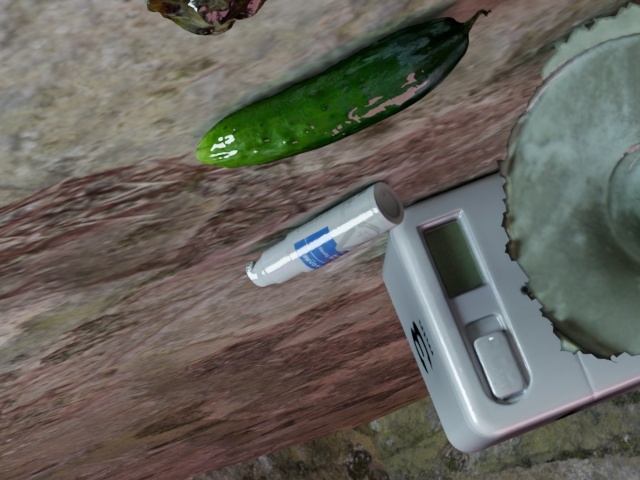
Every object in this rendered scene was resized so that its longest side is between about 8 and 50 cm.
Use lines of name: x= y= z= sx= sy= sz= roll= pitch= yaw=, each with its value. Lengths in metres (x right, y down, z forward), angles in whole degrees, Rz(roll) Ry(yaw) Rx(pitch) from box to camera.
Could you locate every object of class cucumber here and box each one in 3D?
cucumber: x=0.010 y=-0.070 z=0.680 sx=0.168 sy=0.039 sz=0.039 roll=-23 pitch=169 yaw=17

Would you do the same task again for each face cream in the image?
face cream: x=0.000 y=0.000 z=0.992 sx=0.130 sy=0.034 sz=0.034 roll=-28 pitch=167 yaw=32

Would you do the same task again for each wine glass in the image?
wine glass: x=0.273 y=-0.029 z=0.884 sx=0.238 sy=0.238 sz=0.323 roll=-29 pitch=167 yaw=32

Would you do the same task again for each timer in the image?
timer: x=0.172 y=0.052 z=1.142 sx=0.194 sy=0.192 sz=0.195 roll=-21 pitch=168 yaw=-3

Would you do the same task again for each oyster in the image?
oyster: x=-0.026 y=-0.098 z=0.523 sx=0.083 sy=0.019 sz=0.054 roll=-27 pitch=167 yaw=25
